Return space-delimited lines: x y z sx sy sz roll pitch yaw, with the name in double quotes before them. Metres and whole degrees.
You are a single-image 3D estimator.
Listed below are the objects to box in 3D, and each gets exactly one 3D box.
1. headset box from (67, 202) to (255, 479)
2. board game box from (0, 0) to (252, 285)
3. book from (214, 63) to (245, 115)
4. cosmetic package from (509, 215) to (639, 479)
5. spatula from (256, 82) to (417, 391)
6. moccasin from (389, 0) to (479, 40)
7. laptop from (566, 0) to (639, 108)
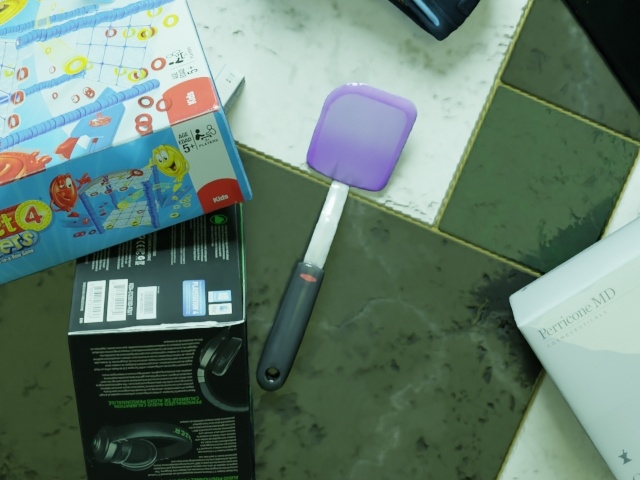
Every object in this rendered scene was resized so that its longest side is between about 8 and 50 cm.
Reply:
"headset box" -0.121 0.115 1.195 0.131 0.246 0.283 -3 122 -3
"board game box" -0.233 -0.097 1.186 0.302 0.308 0.086 -19 126 -2
"book" -0.114 -0.089 1.296 0.035 0.096 0.144 35 91 -5
"cosmetic package" 0.322 0.095 1.297 0.224 0.138 0.224 -33 94 8
"spatula" 0.000 0.000 1.341 0.084 0.030 0.296 21 93 -3
"moccasin" -0.008 -0.284 1.271 0.342 0.138 0.117 27 96 -4
"laptop" 0.452 -0.285 1.296 0.408 0.236 0.382 -31 96 43
